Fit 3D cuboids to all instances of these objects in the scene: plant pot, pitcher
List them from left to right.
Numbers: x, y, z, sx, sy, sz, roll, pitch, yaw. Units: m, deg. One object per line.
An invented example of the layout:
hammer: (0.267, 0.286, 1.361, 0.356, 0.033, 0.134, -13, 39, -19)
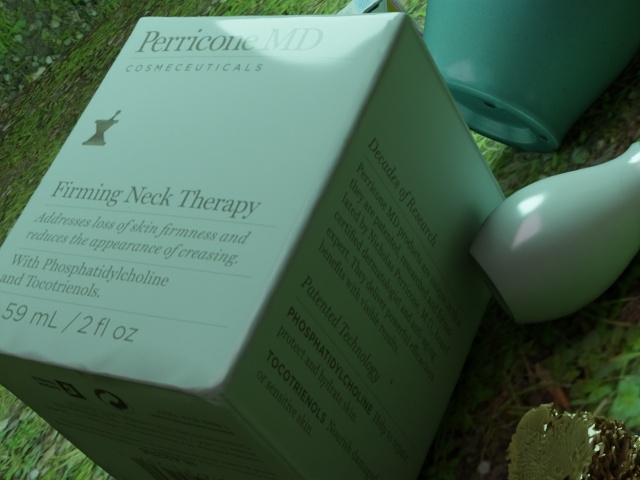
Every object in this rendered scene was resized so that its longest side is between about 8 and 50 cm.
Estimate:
plant pot: (0.233, -0.248, 1.407, 0.272, 0.272, 0.255, 17, 79, 61)
pitcher: (0.246, -0.015, 1.211, 0.207, 0.125, 0.178, -33, 8, 0)

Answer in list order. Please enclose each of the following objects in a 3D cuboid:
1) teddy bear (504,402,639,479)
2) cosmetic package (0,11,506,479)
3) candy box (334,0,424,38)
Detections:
teddy bear: (0.154, 0.293, 0.921, 0.245, 0.113, 0.338, -20, 43, 53)
cosmetic package: (-0.062, 0.035, 1.207, 0.329, 0.327, 0.393, 6, 58, 35)
candy box: (0.043, -0.221, 1.729, 0.233, 0.159, 0.071, -38, 28, 14)
